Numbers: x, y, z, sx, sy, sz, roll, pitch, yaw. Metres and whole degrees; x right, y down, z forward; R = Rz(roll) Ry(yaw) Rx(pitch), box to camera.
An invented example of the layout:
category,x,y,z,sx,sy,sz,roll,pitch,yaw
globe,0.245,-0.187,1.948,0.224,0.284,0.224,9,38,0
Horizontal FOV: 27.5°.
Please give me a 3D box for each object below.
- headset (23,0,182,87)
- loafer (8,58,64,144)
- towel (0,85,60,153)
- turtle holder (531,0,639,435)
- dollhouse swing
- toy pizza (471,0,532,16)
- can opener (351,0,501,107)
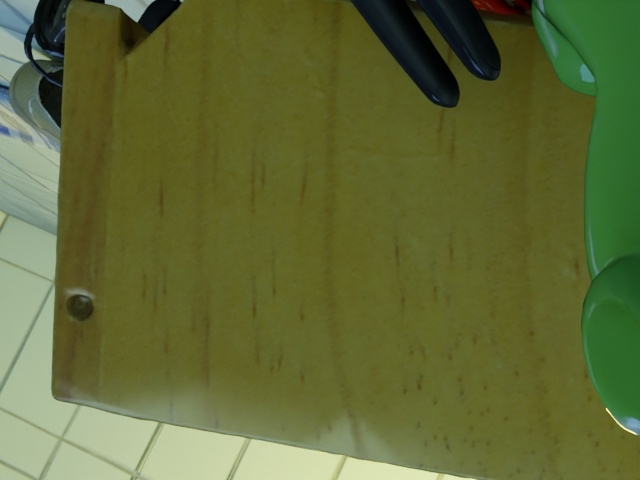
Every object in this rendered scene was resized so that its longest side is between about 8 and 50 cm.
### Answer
category,x,y,z,sx,sy,sz,roll,pitch,yaw
headset,-0.048,-0.125,0.934,0.243,0.185,0.394,14,-179,35
loafer,-0.222,-0.110,1.451,0.268,0.102,0.092,28,176,-13
towel,-0.418,-0.169,1.859,0.285,0.034,0.209,21,169,26
turtle holder,0.208,-0.005,0.469,0.320,0.243,0.227,6,178,32
dollhouse swing,0.055,-0.011,0.804,0.347,0.315,0.305,9,-159,7
toy pizza,0.142,-0.113,0.677,0.201,0.032,0.201,25,171,4
can opener,0.014,-0.140,0.577,0.059,0.073,0.186,-22,105,44
